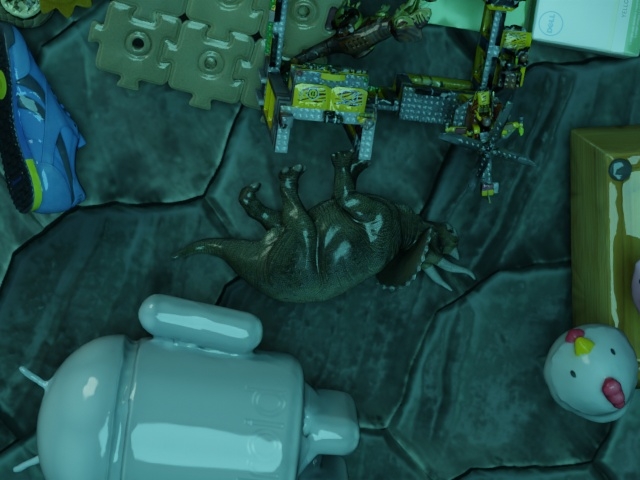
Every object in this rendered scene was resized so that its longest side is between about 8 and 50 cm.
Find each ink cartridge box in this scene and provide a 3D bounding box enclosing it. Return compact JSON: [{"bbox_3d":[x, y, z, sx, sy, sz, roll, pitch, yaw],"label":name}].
[{"bbox_3d":[0.237,-0.298,1.722,0.235,0.056,0.171,9,95,-6],"label":"ink cartridge box"}]

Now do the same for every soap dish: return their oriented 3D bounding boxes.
[{"bbox_3d":[0.387,0.020,1.723,0.229,0.118,0.291,-2,96,-3],"label":"soap dish"}]

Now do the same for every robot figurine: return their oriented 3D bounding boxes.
[{"bbox_3d":[-0.140,0.204,1.668,0.353,0.200,0.300,6,101,-3],"label":"robot figurine"}]

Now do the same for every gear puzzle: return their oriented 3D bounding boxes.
[{"bbox_3d":[-0.152,-0.237,1.691,0.339,0.044,0.175,14,114,-7],"label":"gear puzzle"}]

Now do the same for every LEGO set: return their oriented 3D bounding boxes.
[{"bbox_3d":[0.076,-0.190,1.589,0.331,0.192,0.255,12,111,-13],"label":"LEGO set"}]

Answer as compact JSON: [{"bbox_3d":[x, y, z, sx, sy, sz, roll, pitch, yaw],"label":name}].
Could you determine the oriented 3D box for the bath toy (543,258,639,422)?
[{"bbox_3d":[0.376,0.057,1.603,0.348,0.129,0.151,-35,97,1],"label":"bath toy"}]

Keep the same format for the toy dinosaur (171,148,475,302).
[{"bbox_3d":[0.000,0.000,1.701,0.313,0.121,0.160,-13,82,-6],"label":"toy dinosaur"}]

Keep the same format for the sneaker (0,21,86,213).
[{"bbox_3d":[-0.301,-0.131,1.708,0.082,0.069,0.209,-12,86,-35],"label":"sneaker"}]

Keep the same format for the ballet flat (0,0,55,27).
[{"bbox_3d":[-0.379,-0.319,1.682,0.084,0.058,0.250,-44,96,2],"label":"ballet flat"}]
